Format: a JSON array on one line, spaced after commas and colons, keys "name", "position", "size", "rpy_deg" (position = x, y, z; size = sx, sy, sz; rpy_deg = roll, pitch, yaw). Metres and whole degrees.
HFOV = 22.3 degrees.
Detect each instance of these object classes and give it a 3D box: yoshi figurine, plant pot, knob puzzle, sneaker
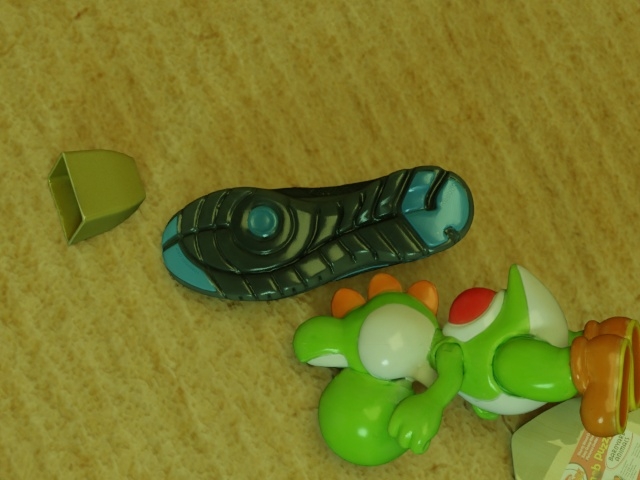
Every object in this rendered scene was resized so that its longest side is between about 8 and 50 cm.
[{"name": "yoshi figurine", "position": [0.146, 0.161, 1.700], "size": [0.362, 0.203, 0.203], "rpy_deg": [3, 50, 19]}, {"name": "plant pot", "position": [-0.237, -0.052, 1.753], "size": [0.083, 0.081, 0.081], "rpy_deg": [-13, 76, -25]}, {"name": "knob puzzle", "position": [0.297, 0.257, 1.787], "size": [0.213, 0.030, 0.213], "rpy_deg": [0, 83, -1]}, {"name": "sneaker", "position": [0.000, 0.000, 1.769], "size": [0.340, 0.139, 0.125], "rpy_deg": [-6, 85, 6]}]
